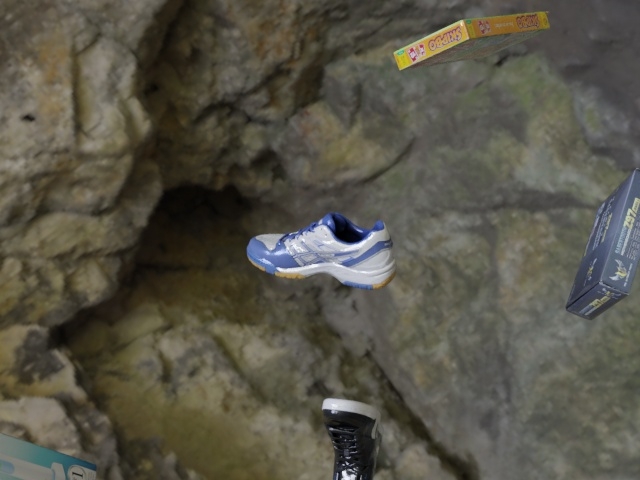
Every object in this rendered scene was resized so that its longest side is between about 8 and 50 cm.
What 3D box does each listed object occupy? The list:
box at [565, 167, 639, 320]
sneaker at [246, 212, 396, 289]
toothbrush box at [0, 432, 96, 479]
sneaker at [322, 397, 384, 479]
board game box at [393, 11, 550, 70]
[{"bbox_3d":[0.521,0.010,1.689,0.059,0.233,0.183,22,161,2],"label":"box"},{"bbox_3d":[0.000,0.000,1.770,0.112,0.296,0.131,-55,-34,-55],"label":"sneaker"},{"bbox_3d":[-0.453,0.372,1.244,0.295,0.126,0.216,33,-140,-42],"label":"toothbrush box"},{"bbox_3d":[0.048,0.315,1.415,0.217,0.079,0.121,56,-139,-61],"label":"sneaker"},{"bbox_3d":[0.232,-0.295,1.392,0.259,0.124,0.039,-23,-86,-47],"label":"board game box"}]
